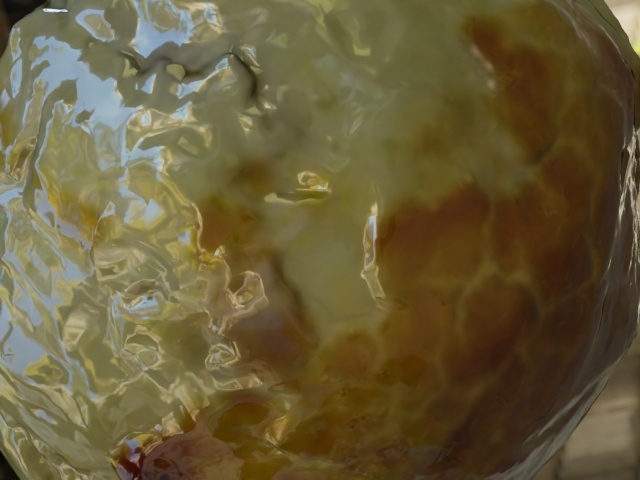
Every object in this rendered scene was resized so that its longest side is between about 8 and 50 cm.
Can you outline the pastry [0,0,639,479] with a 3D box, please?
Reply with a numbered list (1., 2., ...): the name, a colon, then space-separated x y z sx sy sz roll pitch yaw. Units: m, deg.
1. pastry: 0.000 0.000 0.962 0.312 0.388 0.388 44 -169 10
